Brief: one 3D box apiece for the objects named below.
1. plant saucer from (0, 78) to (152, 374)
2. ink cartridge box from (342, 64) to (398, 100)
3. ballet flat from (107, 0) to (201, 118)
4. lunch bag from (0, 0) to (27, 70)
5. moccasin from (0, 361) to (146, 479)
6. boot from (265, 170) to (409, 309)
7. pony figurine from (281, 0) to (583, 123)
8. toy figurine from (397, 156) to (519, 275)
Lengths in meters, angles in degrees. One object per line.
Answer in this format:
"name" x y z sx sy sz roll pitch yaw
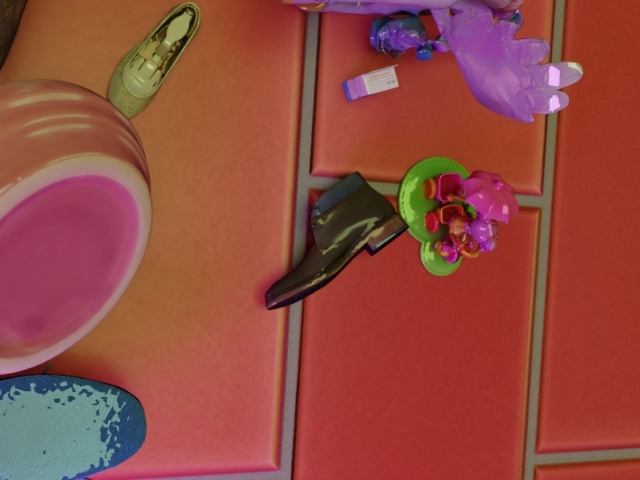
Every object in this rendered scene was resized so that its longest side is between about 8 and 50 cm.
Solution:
"plant saucer" -0.288 0.008 0.750 0.084 0.332 0.332 32 78 22
"ink cartridge box" 0.069 -0.208 0.995 0.048 0.083 0.028 -20 99 -19
"ballet flat" -0.201 -0.223 0.905 0.057 0.052 0.168 34 80 -19
"lunch bag" -0.367 -0.286 0.740 0.169 0.235 0.287 27 83 -17
"moccasin" -0.369 0.206 0.828 0.342 0.117 0.137 1 79 -17
"boot" 0.000 0.000 0.996 0.219 0.082 0.106 -32 81 -13
"pony figurine" 0.140 -0.314 0.891 0.363 0.351 0.302 6 102 -17
"toy figurine" 0.198 -0.031 1.012 0.130 0.159 0.173 -5 94 -21
